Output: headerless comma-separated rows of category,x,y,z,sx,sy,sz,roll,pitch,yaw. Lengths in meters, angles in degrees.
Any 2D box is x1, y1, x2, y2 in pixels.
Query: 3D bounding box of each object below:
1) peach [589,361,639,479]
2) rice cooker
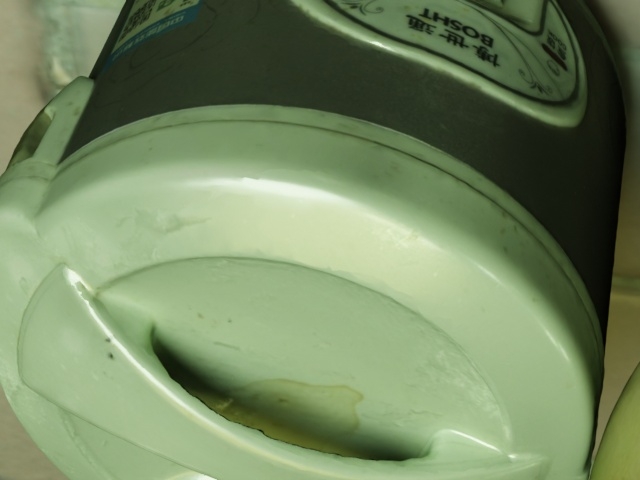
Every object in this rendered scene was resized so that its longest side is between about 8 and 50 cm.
peach,0.250,0.113,0.635,0.247,0.292,0.292,43,130,-19
rice cooker,0.000,0.001,0.766,0.288,0.277,0.288,9,134,9
